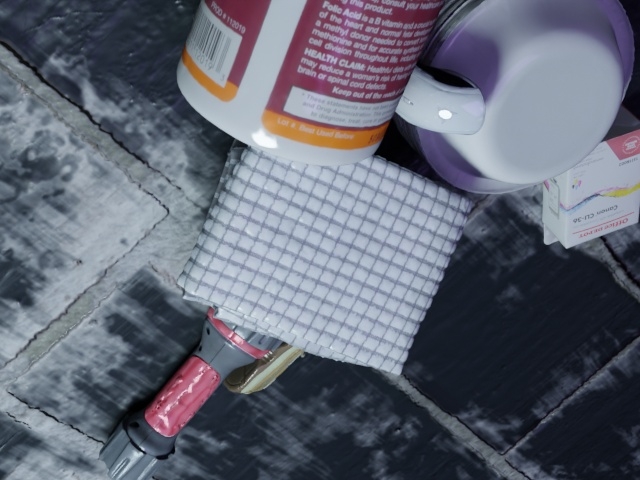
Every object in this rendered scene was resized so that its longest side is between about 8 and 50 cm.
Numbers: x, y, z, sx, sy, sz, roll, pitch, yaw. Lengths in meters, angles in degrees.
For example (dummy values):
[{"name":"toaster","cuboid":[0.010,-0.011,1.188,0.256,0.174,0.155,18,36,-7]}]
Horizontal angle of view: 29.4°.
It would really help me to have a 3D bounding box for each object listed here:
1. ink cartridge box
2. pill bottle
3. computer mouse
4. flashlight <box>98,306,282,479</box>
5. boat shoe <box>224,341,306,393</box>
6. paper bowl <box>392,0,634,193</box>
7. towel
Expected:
[{"name":"ink cartridge box","cuboid":[0.355,-0.068,1.590,0.115,0.067,0.198,-19,132,-12]},{"name":"pill bottle","cuboid":[0.025,-0.289,1.156,0.224,0.224,0.392,7,121,-30]},{"name":"computer mouse","cuboid":[0.092,-0.163,1.305,0.042,0.193,0.106,-26,129,-39]},{"name":"flashlight","cuboid":[-0.158,0.178,1.499,0.103,0.103,0.304,29,107,-40]},{"name":"boat shoe","cuboid":[-0.042,0.126,1.552,0.190,0.068,0.072,-41,145,20]},{"name":"paper bowl","cuboid":[0.230,-0.179,1.393,0.284,0.148,0.284,-13,128,-18]},{"name":"towel","cuboid":[0.000,0.000,1.365,0.284,0.121,0.235,21,99,-20]}]
